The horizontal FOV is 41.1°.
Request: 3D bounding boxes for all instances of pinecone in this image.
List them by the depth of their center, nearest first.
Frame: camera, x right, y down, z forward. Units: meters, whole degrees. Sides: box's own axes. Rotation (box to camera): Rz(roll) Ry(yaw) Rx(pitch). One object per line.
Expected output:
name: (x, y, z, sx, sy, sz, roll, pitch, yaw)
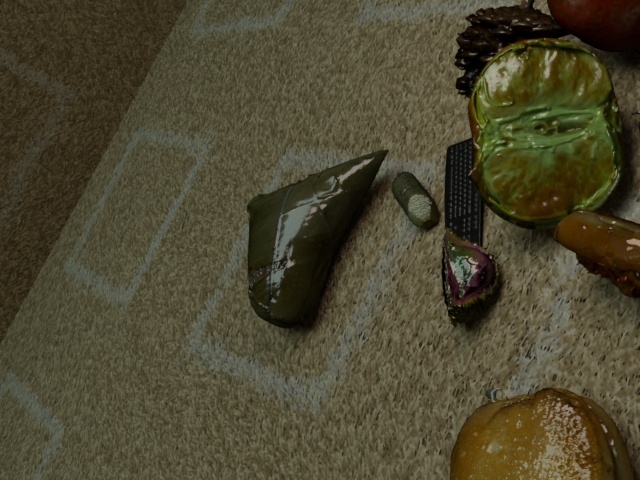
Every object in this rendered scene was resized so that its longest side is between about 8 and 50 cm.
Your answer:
pinecone: (0.376, -0.363, 1.717, 0.257, 0.243, 0.243, -49, 37, 19)

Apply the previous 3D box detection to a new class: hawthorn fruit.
hawthorn fruit: (0.574, -0.512, 1.521, 0.369, 0.284, 0.285, -32, 42, 47)

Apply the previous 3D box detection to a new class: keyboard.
keyboard: (0.304, -0.134, 1.786, 0.103, 0.041, 0.381, -17, 52, 41)

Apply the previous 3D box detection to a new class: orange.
orange: (0.411, -0.188, 1.546, 0.262, 0.196, 0.335, -13, 80, 28)

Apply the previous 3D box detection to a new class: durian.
durian: (0.288, 0.080, 1.626, 0.108, 0.119, 0.187, -3, 58, 5)

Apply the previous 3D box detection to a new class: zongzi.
zongzi: (0.000, 0.000, 1.944, 0.393, 0.174, 0.356, -23, 52, 30)

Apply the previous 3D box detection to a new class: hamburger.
hamburger: (0.322, 0.366, 1.291, 0.290, 0.170, 0.314, -21, 48, 35)

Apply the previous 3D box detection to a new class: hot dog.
hot dog: (0.521, 0.045, 1.319, 0.349, 0.158, 0.117, 28, 105, 50)

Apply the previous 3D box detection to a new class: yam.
yam: (0.204, -0.088, 1.846, 0.070, 0.069, 0.146, -46, 36, 15)

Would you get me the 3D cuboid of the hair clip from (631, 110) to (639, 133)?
hair clip: (0.628, -0.217, 1.464, 0.187, 0.056, 0.146, -8, 66, 43)
